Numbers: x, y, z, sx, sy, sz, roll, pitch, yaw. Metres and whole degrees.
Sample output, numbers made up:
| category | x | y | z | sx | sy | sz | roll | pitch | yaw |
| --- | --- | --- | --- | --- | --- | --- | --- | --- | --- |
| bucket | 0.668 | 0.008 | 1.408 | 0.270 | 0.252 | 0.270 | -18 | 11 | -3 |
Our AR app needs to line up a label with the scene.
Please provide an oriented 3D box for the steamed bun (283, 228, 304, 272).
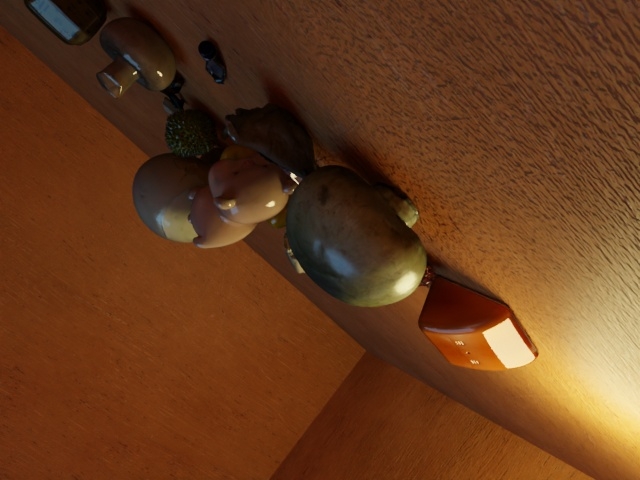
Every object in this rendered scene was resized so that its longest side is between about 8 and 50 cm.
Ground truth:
| category | x | y | z | sx | sy | sz | roll | pitch | yaw |
| --- | --- | --- | --- | --- | --- | --- | --- | --- | --- |
| steamed bun | 0.000 | 0.000 | 1.705 | 0.200 | 0.226 | 0.170 | 117 | 145 | -67 |

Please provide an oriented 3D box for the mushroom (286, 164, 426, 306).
| category | x | y | z | sx | sy | sz | roll | pitch | yaw |
| --- | --- | --- | --- | --- | --- | --- | --- | --- | --- |
| mushroom | 0.077 | -0.012 | 1.301 | 0.352 | 0.260 | 0.352 | 42 | 166 | 13 |

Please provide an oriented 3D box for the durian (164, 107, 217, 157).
| category | x | y | z | sx | sy | sz | roll | pitch | yaw |
| --- | --- | --- | --- | --- | --- | --- | --- | --- | --- |
| durian | -0.394 | -0.334 | 1.802 | 0.198 | 0.159 | 0.146 | -109 | 12 | -59 |

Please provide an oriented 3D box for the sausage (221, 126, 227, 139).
| category | x | y | z | sx | sy | sz | roll | pitch | yaw |
| --- | --- | --- | --- | --- | --- | --- | --- | --- | --- |
| sausage | -0.286 | -0.327 | 1.795 | 0.024 | 0.024 | 0.132 | 41 | 169 | -11 |

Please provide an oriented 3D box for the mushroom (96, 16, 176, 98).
| category | x | y | z | sx | sy | sz | roll | pitch | yaw |
| --- | --- | --- | --- | --- | --- | --- | --- | --- | --- |
| mushroom | -0.476 | -0.447 | 1.489 | 0.204 | 0.204 | 0.204 | 37 | 168 | 9 |

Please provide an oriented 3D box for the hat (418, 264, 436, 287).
| category | x | y | z | sx | sy | sz | roll | pitch | yaw |
| --- | --- | --- | --- | --- | --- | --- | --- | --- | --- |
| hat | 0.198 | 0.074 | 1.589 | 0.237 | 0.107 | 0.286 | 5 | 179 | -31 |

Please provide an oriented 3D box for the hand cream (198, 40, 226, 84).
| category | x | y | z | sx | sy | sz | roll | pitch | yaw |
| --- | --- | --- | --- | --- | --- | --- | --- | --- | --- |
| hand cream | -0.249 | -0.409 | 1.351 | 0.062 | 0.039 | 0.163 | 37 | 174 | 1 |

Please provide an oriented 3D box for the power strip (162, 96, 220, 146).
| category | x | y | z | sx | sy | sz | roll | pitch | yaw |
| --- | --- | --- | --- | --- | --- | --- | --- | --- | --- |
| power strip | -0.442 | -0.395 | 2.007 | 0.253 | 0.027 | 0.060 | 39 | 169 | 0 |

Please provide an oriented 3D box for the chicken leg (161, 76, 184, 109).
| category | x | y | z | sx | sy | sz | roll | pitch | yaw |
| --- | --- | --- | --- | --- | --- | --- | --- | --- | --- |
| chicken leg | -0.448 | -0.455 | 1.755 | 0.106 | 0.051 | 0.253 | 34 | 172 | -4 |

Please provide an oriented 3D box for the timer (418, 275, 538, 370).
| category | x | y | z | sx | sy | sz | roll | pitch | yaw |
| --- | --- | --- | --- | --- | --- | --- | --- | --- | --- |
| timer | 0.423 | 0.234 | 1.567 | 0.250 | 0.161 | 0.257 | 5 | 147 | 44 |

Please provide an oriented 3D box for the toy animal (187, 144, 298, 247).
| category | x | y | z | sx | sy | sz | roll | pitch | yaw |
| --- | --- | --- | --- | --- | --- | --- | --- | --- | --- |
| toy animal | -0.233 | -0.146 | 1.650 | 0.247 | 0.345 | 0.277 | 57 | -165 | -87 |

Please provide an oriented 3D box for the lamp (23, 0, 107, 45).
| category | x | y | z | sx | sy | sz | roll | pitch | yaw |
| --- | --- | --- | --- | --- | --- | --- | --- | --- | --- |
| lamp | -0.669 | -0.618 | 1.552 | 0.185 | 0.161 | 0.161 | 48 | 166 | -35 |

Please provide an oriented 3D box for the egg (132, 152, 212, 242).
| category | x | y | z | sx | sy | sz | roll | pitch | yaw |
| --- | --- | --- | --- | --- | --- | --- | --- | --- | --- |
| egg | -0.459 | -0.145 | 1.910 | 0.345 | 0.283 | 0.283 | 33 | 167 | 36 |

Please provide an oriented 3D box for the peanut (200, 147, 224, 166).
| category | x | y | z | sx | sy | sz | roll | pitch | yaw |
| --- | --- | --- | --- | --- | --- | --- | --- | --- | --- |
| peanut | -0.325 | -0.240 | 2.016 | 0.253 | 0.122 | 0.137 | 29 | 157 | 32 |

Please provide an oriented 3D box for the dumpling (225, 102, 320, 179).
| category | x | y | z | sx | sy | sz | roll | pitch | yaw |
| --- | --- | --- | --- | --- | --- | --- | --- | --- | --- |
| dumpling | -0.081 | -0.240 | 1.336 | 0.086 | 0.166 | 0.332 | -23 | 150 | 29 |

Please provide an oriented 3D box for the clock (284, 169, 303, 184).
| category | x | y | z | sx | sy | sz | roll | pitch | yaw |
| --- | --- | --- | --- | --- | --- | --- | --- | --- | --- |
| clock | -0.079 | -0.199 | 1.496 | 0.110 | 0.050 | 0.153 | 48 | -178 | 41 |
